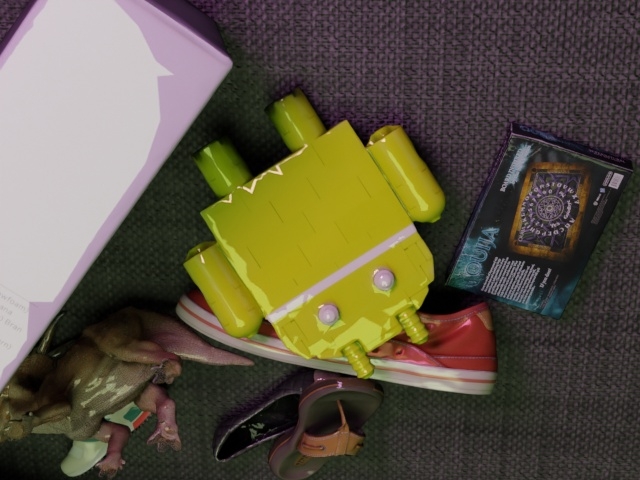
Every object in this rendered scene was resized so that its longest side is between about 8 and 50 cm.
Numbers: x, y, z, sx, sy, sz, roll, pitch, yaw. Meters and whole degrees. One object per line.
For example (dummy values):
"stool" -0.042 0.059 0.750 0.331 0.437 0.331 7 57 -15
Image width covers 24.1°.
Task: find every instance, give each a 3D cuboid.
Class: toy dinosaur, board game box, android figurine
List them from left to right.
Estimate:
"toy dinosaur" -0.229 0.130 1.545 0.296 0.200 0.127 -25 128 -2
"android figurine" 0.000 0.000 1.429 0.248 0.056 0.272 -31 93 2
"board game box" 0.212 -0.017 1.479 0.126 0.026 0.186 18 121 -5

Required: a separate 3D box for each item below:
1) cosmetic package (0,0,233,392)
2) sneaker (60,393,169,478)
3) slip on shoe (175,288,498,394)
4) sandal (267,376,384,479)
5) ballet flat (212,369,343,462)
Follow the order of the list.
"cosmetic package" -0.275 -0.036 1.320 0.161 0.230 0.453 34 100 -16
"sneaker" -0.240 0.191 1.637 0.075 0.057 0.161 47 116 -3
"slip on shoe" 0.019 0.083 1.521 0.331 0.123 0.101 9 89 6
"sandal" 0.005 0.208 1.574 0.090 0.060 0.219 5 143 -26
"ballet flat" -0.043 0.191 1.614 0.173 0.049 0.057 -33 114 22
